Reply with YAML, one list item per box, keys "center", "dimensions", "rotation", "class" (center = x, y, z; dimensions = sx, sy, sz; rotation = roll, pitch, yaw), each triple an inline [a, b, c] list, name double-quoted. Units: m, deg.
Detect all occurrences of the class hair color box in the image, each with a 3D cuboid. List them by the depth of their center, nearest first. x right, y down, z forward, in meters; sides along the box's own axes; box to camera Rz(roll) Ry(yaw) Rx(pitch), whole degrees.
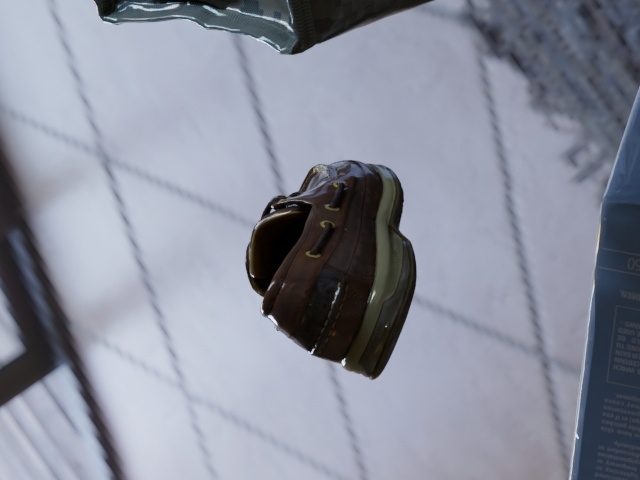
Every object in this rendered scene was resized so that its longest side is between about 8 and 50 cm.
- center: [0.212, 0.103, 1.150]
  dimensions: [0.113, 0.185, 0.374]
  rotation: [10, 122, 13]
  class: "hair color box"

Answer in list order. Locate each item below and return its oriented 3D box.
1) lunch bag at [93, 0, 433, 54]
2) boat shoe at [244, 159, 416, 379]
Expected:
- center: [0.013, -0.256, 0.889]
  dimensions: [0.169, 0.235, 0.287]
  rotation: [13, 117, 43]
  class: "lunch bag"
- center: [0.000, 0.000, 0.845]
  dimensions: [0.178, 0.060, 0.064]
  rotation: [-100, 30, -71]
  class: "boat shoe"
